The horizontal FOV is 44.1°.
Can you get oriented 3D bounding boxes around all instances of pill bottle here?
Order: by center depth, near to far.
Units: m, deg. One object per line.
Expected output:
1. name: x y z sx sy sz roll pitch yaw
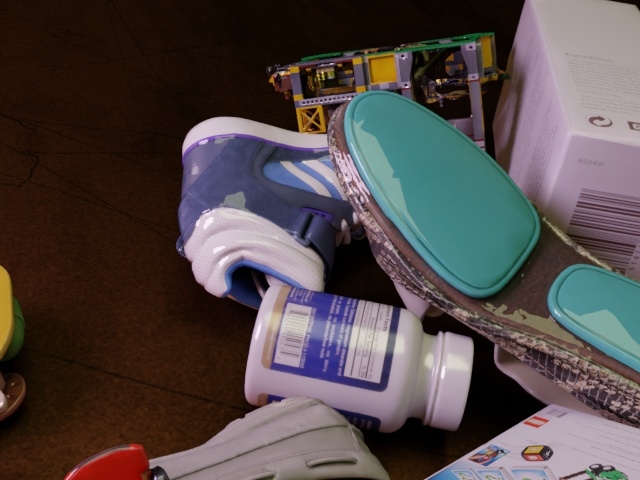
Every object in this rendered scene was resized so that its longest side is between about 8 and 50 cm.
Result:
1. pill bottle: 0.035 0.109 0.704 0.186 0.112 0.112 11 35 5

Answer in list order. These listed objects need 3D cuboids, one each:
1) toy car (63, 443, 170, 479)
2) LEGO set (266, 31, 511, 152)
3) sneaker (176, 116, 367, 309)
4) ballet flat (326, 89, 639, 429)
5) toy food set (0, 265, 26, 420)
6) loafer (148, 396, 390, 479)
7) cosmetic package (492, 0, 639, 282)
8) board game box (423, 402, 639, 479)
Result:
1. toy car: -0.097 0.264 0.453 0.239 0.053 0.225 39 70 -15
2. LEGO set: 0.104 -0.166 1.084 0.331 0.192 0.255 -6 16 6
3. sneaker: 0.000 0.000 0.873 0.322 0.130 0.236 9 54 -28
4. ballet flat: 0.185 0.057 0.739 0.483 0.182 0.164 37 55 16
5. toy food set: -0.311 0.112 0.687 0.128 0.071 0.218 -25 39 -4
6. loafer: -0.085 0.207 0.545 0.319 0.112 0.111 -23 37 -36
7. cosmetic package: 0.327 -0.128 0.993 0.161 0.230 0.453 9 36 2
8. board game box: 0.222 0.204 0.541 0.193 0.053 0.305 -19 15 -31
